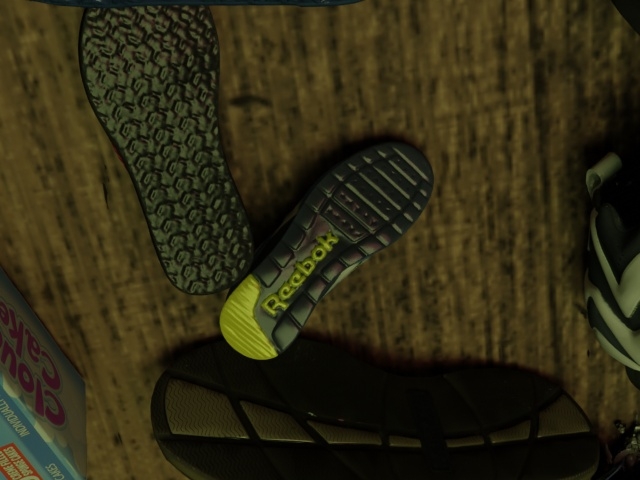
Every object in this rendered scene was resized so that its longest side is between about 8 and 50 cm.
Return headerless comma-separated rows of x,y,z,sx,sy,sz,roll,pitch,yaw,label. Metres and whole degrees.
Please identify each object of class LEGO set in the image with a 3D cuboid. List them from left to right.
0.220,0.133,0.859,0.054,0.023,0.083,16,123,-21,LEGO set

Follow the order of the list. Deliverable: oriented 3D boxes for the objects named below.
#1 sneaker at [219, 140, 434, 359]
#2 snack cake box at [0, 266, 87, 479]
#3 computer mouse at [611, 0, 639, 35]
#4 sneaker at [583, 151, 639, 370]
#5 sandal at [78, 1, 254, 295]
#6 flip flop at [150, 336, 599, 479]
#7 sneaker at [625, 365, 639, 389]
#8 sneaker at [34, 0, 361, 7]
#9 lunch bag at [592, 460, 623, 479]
0.000,0.000,0.705,0.144,0.059,0.053,-43,97,2,sneaker
-0.248,0.044,0.667,0.152,0.089,0.264,-22,128,7,snack cake box
0.254,-0.063,0.646,0.262,0.184,0.060,48,115,5,computer mouse
0.222,0.021,0.653,0.094,0.235,0.153,-35,129,-15,sneaker
-0.077,-0.056,0.644,0.067,0.040,0.179,-17,118,-10,sandal
0.034,0.124,0.780,0.277,0.112,0.080,5,141,-20,flip flop
0.323,0.098,0.800,0.267,0.106,0.101,0,126,-12,sneaker
-0.079,-0.154,0.556,0.232,0.090,0.081,4,169,8,sneaker
0.179,0.211,0.853,0.151,0.096,0.129,11,143,-27,lunch bag
